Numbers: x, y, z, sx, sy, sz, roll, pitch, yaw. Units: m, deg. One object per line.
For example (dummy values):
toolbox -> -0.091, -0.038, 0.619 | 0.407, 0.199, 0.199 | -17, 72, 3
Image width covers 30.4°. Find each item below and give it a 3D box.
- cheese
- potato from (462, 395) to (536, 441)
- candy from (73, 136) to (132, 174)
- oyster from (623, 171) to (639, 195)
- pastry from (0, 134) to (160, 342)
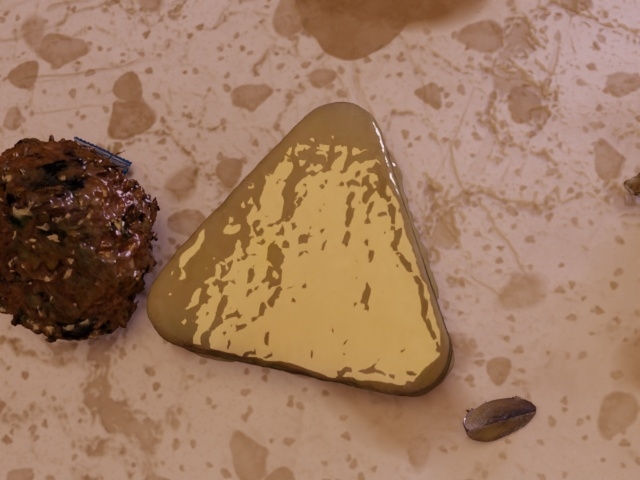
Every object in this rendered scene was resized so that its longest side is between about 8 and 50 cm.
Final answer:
cheese -> 0.001, 0.000, 1.477 | 0.384, 0.104, 0.384 | -2, 76, 9
potato -> 0.213, 0.218, 1.429 | 0.093, 0.036, 0.037 | -15, 37, -12
candy -> -0.320, -0.062, 1.584 | 0.088, 0.038, 0.136 | 25, 89, 1
oyster -> 0.581, -0.101, 1.417 | 0.396, 0.111, 0.204 | 13, 62, 13
pastry -> -0.332, 0.000, 1.475 | 0.275, 0.193, 0.275 | 1, 94, 9
